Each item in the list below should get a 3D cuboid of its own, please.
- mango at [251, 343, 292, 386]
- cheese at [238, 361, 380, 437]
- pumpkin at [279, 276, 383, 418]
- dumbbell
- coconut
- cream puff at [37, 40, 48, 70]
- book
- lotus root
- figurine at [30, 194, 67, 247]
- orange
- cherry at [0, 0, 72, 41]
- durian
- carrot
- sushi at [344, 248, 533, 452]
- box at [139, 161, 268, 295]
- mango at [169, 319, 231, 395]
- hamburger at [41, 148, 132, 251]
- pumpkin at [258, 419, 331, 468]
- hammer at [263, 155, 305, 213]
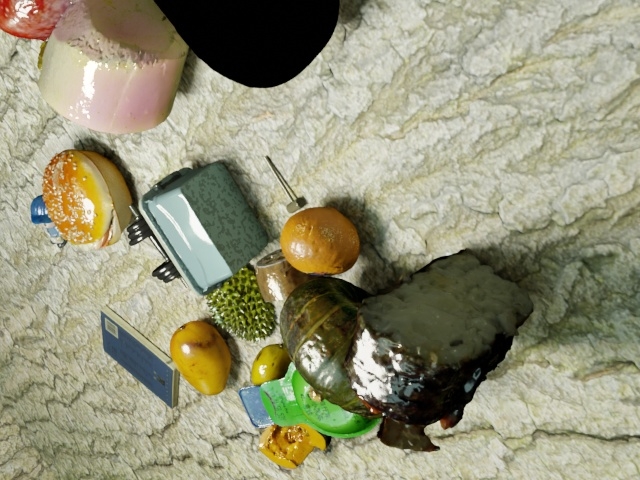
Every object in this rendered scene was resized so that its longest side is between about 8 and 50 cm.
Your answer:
[{"bbox_3d":[-0.095,0.281,1.769,0.076,0.103,0.161,17,132,25],"label":"mango"},{"bbox_3d":[-0.012,0.301,1.662,0.320,0.083,0.204,-14,106,27],"label":"cheese"},{"bbox_3d":[0.043,0.187,1.414,0.260,0.260,0.189,37,103,17],"label":"pumpkin"},{"bbox_3d":[-0.335,0.012,1.792,0.099,0.099,0.209,-21,107,51],"label":"dumbbell"},{"bbox_3d":[-0.356,-0.296,1.468,0.233,0.233,0.245,43,135,9],"label":"coconut"},{"bbox_3d":[-0.531,-0.364,1.715,0.058,0.083,0.083,17,143,-32],"label":"cream puff"},{"bbox_3d":[-0.474,0.307,2.246,0.269,0.025,0.191,35,141,20],"label":"book"},{"bbox_3d":[-0.062,0.063,1.543,0.122,0.112,0.081,-8,109,50],"label":"lotus root"},{"bbox_3d":[-0.656,-0.046,2.097,0.086,0.087,0.149,28,153,28],"label":"figurine"},{"bbox_3d":[-0.002,0.000,1.422,0.135,0.135,0.118,-18,74,51],"label":"orange"},{"bbox_3d":[-0.484,-0.452,1.483,0.175,0.192,0.249,33,151,-27],"label":"cherry"},{"bbox_3d":[-0.171,0.136,1.737,0.137,0.095,0.221,13,136,40],"label":"durian"},{"bbox_3d":[-0.134,-0.374,1.161,0.341,0.224,0.224,46,143,12],"label":"carrot"},{"bbox_3d":[0.167,0.152,1.196,0.196,0.343,0.182,21,121,30],"label":"sushi"},{"bbox_3d":[-0.213,-0.028,1.591,0.130,0.162,0.227,-21,105,40],"label":"box"},{"bbox_3d":[-0.267,0.272,1.931,0.144,0.112,0.219,23,140,28],"label":"mango"},{"bbox_3d":[-0.503,-0.090,1.838,0.236,0.147,0.237,24,133,29],"label":"hamburger"},{"bbox_3d":[-0.042,0.395,1.810,0.119,0.108,0.183,46,134,-6],"label":"pumpkin"},{"bbox_3d":[-0.067,-0.100,1.494,0.035,0.019,0.110,-26,95,52],"label":"hammer"}]
